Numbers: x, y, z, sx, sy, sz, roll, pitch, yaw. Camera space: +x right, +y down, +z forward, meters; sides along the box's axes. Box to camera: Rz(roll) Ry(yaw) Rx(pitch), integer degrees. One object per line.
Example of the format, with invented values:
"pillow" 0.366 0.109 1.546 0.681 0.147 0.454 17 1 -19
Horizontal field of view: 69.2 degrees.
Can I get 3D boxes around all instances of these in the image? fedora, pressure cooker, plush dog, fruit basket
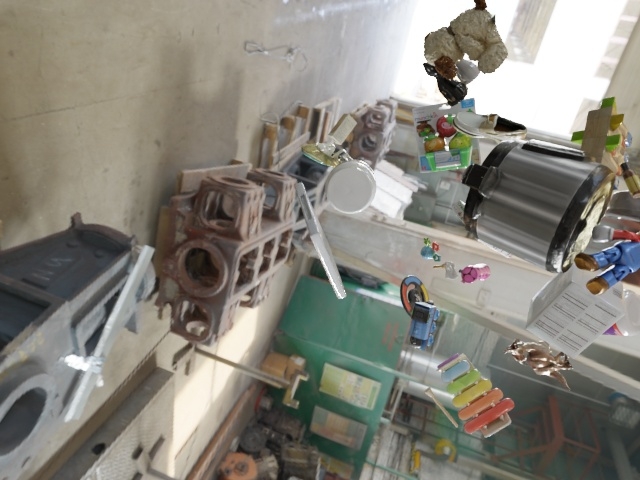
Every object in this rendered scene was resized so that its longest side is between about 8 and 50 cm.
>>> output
"fedora" 1.339 -0.142 1.961 0.275 0.243 0.124 -139 -122 -75
"pressure cooker" 0.667 -0.131 1.519 0.375 0.420 0.370 -39 139 -25
"plush dog" 0.439 -0.639 1.485 0.210 0.225 0.263 46 26 -42
"fruit basket" 0.662 -0.545 2.445 0.165 0.326 0.353 -48 130 -59

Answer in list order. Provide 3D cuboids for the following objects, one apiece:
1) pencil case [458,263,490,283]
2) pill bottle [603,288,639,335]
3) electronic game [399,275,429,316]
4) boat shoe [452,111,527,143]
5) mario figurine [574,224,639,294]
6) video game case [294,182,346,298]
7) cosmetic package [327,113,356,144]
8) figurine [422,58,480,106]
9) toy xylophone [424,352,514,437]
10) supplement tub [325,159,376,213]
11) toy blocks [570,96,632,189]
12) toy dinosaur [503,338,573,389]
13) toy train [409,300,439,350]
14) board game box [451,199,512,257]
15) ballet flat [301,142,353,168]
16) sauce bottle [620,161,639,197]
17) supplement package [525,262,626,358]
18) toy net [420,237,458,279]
"pencil case" 0.781 0.168 2.342 0.209 0.095 0.098 0 122 -50
"pill bottle" 1.125 0.295 1.914 0.323 0.181 0.182 -14 -129 59
"electronic game" 0.480 0.290 2.359 0.048 0.229 0.229 -22 -149 43
"boat shoe" 0.711 -0.487 1.946 0.103 0.302 0.113 91 16 -69
"mario figurine" 0.931 0.046 1.402 0.170 0.320 0.198 -118 -174 -57
"video game case" 0.000 0.000 1.654 0.300 0.036 0.329 -108 176 -49
"cosmetic package" 0.089 -0.455 1.894 0.060 0.041 0.115 40 86 -32
"figurine" 0.510 -0.674 1.823 0.215 0.209 0.092 -55 -162 -24
"toy xylophone" 0.542 0.582 1.726 0.236 0.323 0.081 -45 176 12
"supplement tub" 0.144 -0.253 2.170 0.325 0.235 0.236 -64 169 -76
"toy blocks" 1.211 -0.366 1.967 0.260 0.190 0.382 31 72 -34
"toy dinosaur" 0.865 0.472 1.843 0.200 0.296 0.127 -30 -165 21
"toy train" 0.366 0.306 1.669 0.105 0.080 0.184 6 98 -53
"board game box" 0.684 -0.043 1.930 0.305 0.193 0.053 21 121 -44
"ballet flat" 0.061 -0.425 2.346 0.123 0.348 0.123 -32 -134 40
"sauce bottle" 1.048 -0.205 1.563 0.042 0.042 0.128 81 4 -65
"supplement package" 0.915 0.238 1.678 0.199 0.198 0.263 -44 163 -51
"toy net" 0.558 0.084 2.144 0.045 0.232 0.122 -15 135 -39
